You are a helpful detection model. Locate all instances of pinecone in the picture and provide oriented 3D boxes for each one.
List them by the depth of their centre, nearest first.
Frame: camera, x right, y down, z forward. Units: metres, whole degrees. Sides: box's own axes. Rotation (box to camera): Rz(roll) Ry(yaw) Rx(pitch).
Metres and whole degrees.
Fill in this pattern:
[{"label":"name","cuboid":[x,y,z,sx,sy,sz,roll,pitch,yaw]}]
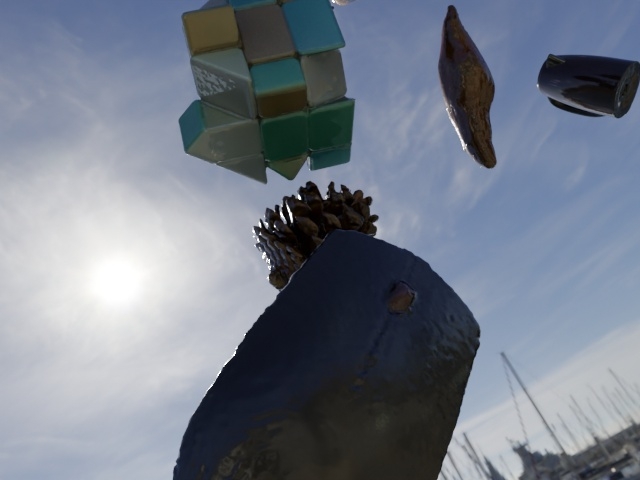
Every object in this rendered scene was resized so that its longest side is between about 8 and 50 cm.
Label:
[{"label":"pinecone","cuboid":[0.000,0.000,0.770,0.173,0.174,0.174,-22,-28,-13]}]

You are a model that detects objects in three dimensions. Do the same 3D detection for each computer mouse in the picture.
[{"label":"computer mouse","cuboid":[0.020,0.104,0.435,0.295,0.168,0.087,-56,-4,-34]}]

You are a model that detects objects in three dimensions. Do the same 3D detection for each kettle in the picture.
[{"label":"kettle","cuboid":[0.704,-0.409,1.621,0.144,0.232,0.202,-56,-40,-7]}]

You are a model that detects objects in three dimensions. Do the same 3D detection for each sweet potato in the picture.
[{"label":"sweet potato","cuboid":[0.308,-0.318,1.278,0.112,0.360,0.112,-11,-3,-1]}]

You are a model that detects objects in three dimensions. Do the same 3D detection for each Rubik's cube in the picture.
[{"label":"Rubik's cube","cuboid":[-0.081,-0.195,0.785,0.212,0.225,0.265,-14,-27,-7]}]

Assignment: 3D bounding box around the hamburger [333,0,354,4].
[{"label":"hamburger","cuboid":[0.043,-0.604,1.239,0.245,0.162,0.244,-62,-10,-19]}]
